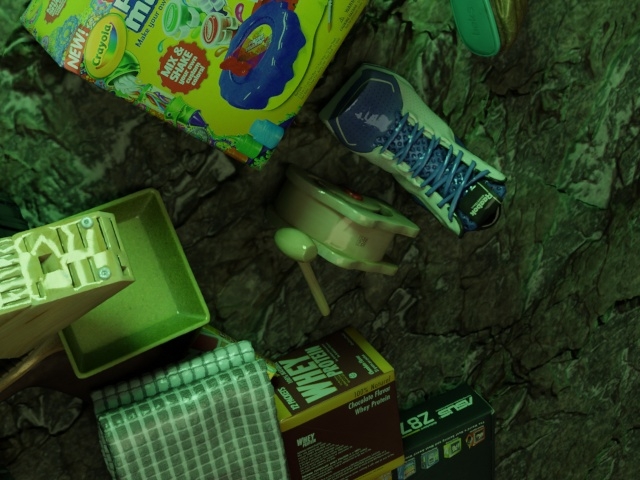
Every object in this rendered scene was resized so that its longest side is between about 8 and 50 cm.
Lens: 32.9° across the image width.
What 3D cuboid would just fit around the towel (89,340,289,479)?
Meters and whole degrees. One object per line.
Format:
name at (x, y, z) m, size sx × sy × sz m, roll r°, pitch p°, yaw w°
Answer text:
towel at (-0.162, 0.296, 1.453) m, size 0.235 × 0.121 × 0.284 m, roll -20°, pitch 123°, yaw -17°

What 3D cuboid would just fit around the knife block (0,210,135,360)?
knife block at (-0.358, 0.081, 1.255) m, size 0.275 × 0.088 × 0.242 m, roll -17°, pitch 163°, yaw -15°

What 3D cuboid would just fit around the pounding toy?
pounding toy at (0.000, 0.000, 1.476) m, size 0.269 × 0.154 × 0.155 m, roll 11°, pitch 111°, yaw -55°

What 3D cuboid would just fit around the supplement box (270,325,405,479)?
supplement box at (0.008, 0.269, 1.630) m, size 0.191 × 0.129 × 0.194 m, roll -22°, pitch 126°, yaw -19°

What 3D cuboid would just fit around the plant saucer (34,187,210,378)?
plant saucer at (-0.258, 0.052, 1.349) m, size 0.188 × 0.045 × 0.188 m, roll -23°, pitch 91°, yaw -28°

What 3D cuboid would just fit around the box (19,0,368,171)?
box at (-0.128, -0.281, 1.210) m, size 0.279 × 0.177 × 0.290 m, roll 26°, pitch 101°, yaw -37°

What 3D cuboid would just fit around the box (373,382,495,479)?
box at (0.108, 0.447, 1.814) m, size 0.395 × 0.097 × 0.318 m, roll -20°, pitch 128°, yaw -21°

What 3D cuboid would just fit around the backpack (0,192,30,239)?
backpack at (-0.405, -0.008, 1.246) m, size 0.120 × 0.098 × 0.101 m, roll -2°, pitch 140°, yaw -49°

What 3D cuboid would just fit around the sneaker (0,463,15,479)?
sneaker at (-0.475, 0.338, 1.408) m, size 0.146 × 0.102 × 0.293 m, roll -44°, pitch 134°, yaw -7°

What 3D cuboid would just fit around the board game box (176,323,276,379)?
board game box at (-0.184, 0.254, 1.541) m, size 0.124 × 0.039 × 0.259 m, roll 32°, pitch 101°, yaw -13°

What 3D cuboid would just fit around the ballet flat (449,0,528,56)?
ballet flat at (0.201, -0.399, 1.395) m, size 0.124 × 0.116 × 0.342 m, roll -50°, pitch 133°, yaw -24°

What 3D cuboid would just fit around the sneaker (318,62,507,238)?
sneaker at (0.159, -0.107, 1.475) m, size 0.127 × 0.182 × 0.315 m, roll -51°, pitch 130°, yaw 2°

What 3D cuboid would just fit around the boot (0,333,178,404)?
boot at (-0.315, 0.184, 1.411) m, size 0.248 × 0.090 × 0.207 m, roll -39°, pitch 126°, yaw -12°
